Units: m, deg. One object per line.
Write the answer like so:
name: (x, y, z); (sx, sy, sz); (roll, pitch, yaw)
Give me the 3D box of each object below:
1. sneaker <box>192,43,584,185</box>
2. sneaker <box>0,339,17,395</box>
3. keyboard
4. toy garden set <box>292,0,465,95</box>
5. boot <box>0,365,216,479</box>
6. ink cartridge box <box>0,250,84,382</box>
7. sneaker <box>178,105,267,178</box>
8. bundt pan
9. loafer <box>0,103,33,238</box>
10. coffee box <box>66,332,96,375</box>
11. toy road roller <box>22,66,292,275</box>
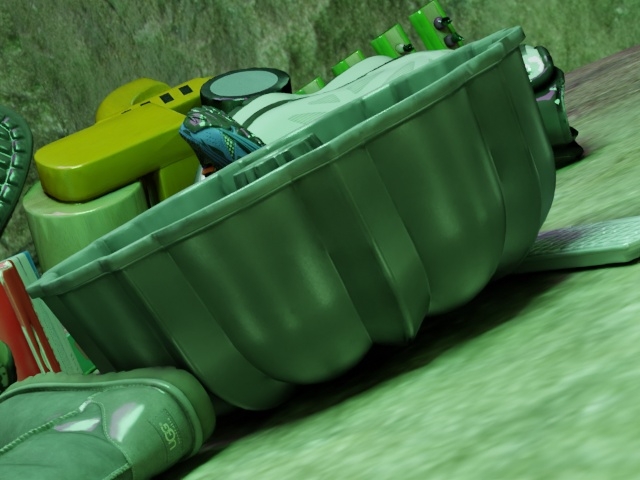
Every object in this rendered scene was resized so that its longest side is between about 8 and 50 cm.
sneaker: (0.082, -0.093, 1.273); (0.257, 0.169, 0.447); (-11, 19, 36)
sneaker: (-0.316, 0.157, 0.706); (0.410, 0.158, 0.182); (-24, 34, -38)
keyboard: (0.143, 0.002, 0.856); (0.072, 0.014, 0.256); (-26, 6, -22)
toy garden set: (0.115, -0.156, 1.699); (0.244, 0.204, 0.049); (-37, 11, -25)
boot: (-0.169, 0.135, 0.680); (0.190, 0.076, 0.208); (-23, 11, 37)
ink cartridge box: (-0.219, 0.086, 0.966); (0.078, 0.134, 0.231); (-24, 4, -6)
sneaker: (-0.053, -0.013, 1.065); (0.087, 0.221, 0.083); (-41, 43, -12)
bundt pan: (0.000, 0.000, 0.837); (0.331, 0.124, 0.331); (-28, 7, 4)
loafer: (-0.397, 0.029, 1.334); (0.366, 0.134, 0.130); (-62, 2, -14)
coffee box: (-0.174, 0.070, 1.203); (0.184, 0.040, 0.113); (-39, 1, 15)
toy road roller: (-0.179, -0.055, 1.448); (0.329, 0.202, 0.240); (-28, 33, -32)
